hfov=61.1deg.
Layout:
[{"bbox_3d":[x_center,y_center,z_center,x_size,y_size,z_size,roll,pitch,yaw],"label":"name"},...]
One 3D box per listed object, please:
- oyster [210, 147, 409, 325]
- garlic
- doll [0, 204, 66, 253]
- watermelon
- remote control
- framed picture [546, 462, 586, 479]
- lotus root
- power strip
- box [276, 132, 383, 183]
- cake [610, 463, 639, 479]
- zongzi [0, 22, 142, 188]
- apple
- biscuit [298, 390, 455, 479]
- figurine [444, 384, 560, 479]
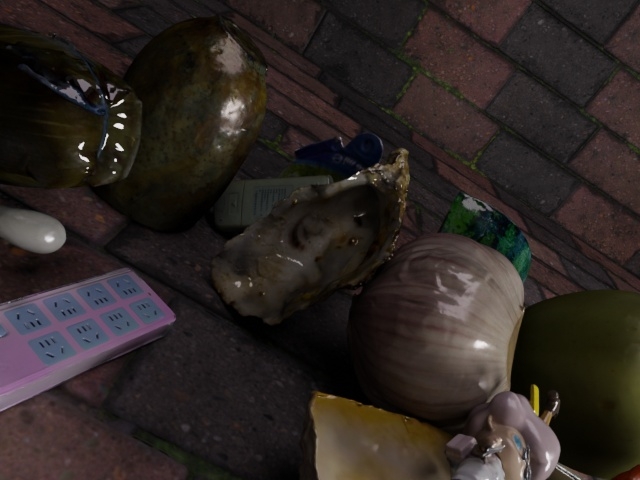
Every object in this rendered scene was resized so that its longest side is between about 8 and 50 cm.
[{"bbox_3d":[0.023,0.010,0.856,0.204,0.396,0.111,55,-5,34],"label":"oyster"},{"bbox_3d":[0.170,0.139,0.836,0.259,0.318,0.317,10,23,12],"label":"garlic"},{"bbox_3d":[-0.444,-0.041,0.587,0.310,0.242,0.160,25,62,-22],"label":"doll"},{"bbox_3d":[0.389,0.086,1.383,0.292,0.319,0.222,30,60,5],"label":"watermelon"},{"bbox_3d":[-0.087,-0.066,0.987,0.233,0.098,0.038,-1,-10,22],"label":"remote control"},{"bbox_3d":[0.372,0.427,0.920,0.289,0.020,0.211,35,26,-3],"label":"framed picture"},{"bbox_3d":[-0.226,-0.201,0.913,0.250,0.346,0.250,34,22,-16],"label":"lotus root"},{"bbox_3d":[-0.297,0.105,0.644,0.109,0.038,0.279,43,27,14],"label":"power strip"},{"bbox_3d":[0.047,-0.057,1.065,0.262,0.291,0.206,32,6,22],"label":"box"},{"bbox_3d":[0.489,0.451,0.662,0.269,0.270,0.320,-2,39,-15],"label":"cake"},{"bbox_3d":[-0.466,-0.180,0.643,0.431,0.208,0.403,6,13,-41],"label":"zongzi"},{"bbox_3d":[0.513,0.261,1.003,0.357,0.357,0.357,28,27,-15],"label":"apple"},{"bbox_3d":[0.127,0.391,0.572,0.445,0.104,0.430,22,38,-28],"label":"biscuit"},{"bbox_3d":[0.208,0.252,0.631,0.228,0.111,0.138,-15,92,-50],"label":"figurine"}]
